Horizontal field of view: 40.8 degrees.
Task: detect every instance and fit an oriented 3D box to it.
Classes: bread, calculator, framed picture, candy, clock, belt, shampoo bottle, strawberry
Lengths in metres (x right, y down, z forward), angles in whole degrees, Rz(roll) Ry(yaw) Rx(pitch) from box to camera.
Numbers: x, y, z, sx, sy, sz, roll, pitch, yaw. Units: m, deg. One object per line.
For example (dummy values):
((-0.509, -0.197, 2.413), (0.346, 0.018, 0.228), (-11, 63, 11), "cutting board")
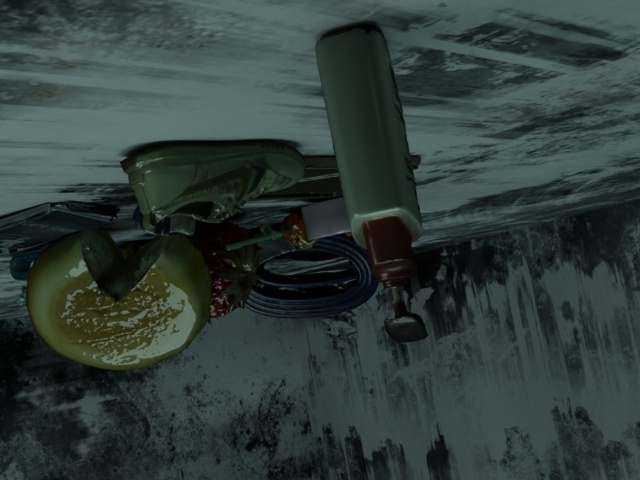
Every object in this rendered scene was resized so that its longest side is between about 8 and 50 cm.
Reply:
((-0.366, 0.098, 1.582), (0.332, 0.333, 0.160), (-11, -148, 1), "bread")
((-0.475, -0.018, 1.383), (0.273, 0.028, 0.165), (-15, 170, 21), "calculator")
((-0.017, -0.100, 1.424), (0.314, 0.024, 0.232), (-4, 171, -41), "framed picture")
((-0.096, -0.006, 1.721), (0.078, 0.084, 0.287), (29, -155, 27), "candy")
((0.063, -0.053, 1.688), (0.196, 0.068, 0.197), (-13, 180, 0), "clock")
((-0.536, 0.058, 1.670), (0.179, 0.100, 0.065), (-19, 174, 40), "belt")
((0.054, -0.046, 0.802), (0.071, 0.284, 0.153), (-9, 173, 9), "shampoo bottle")
((-0.254, 0.050, 1.741), (0.244, 0.205, 0.205), (10, -178, 22), "strawberry")
((-0.034, 0.072, 2.012), (0.346, 0.213, 0.117), (-2, -172, 5), "belt")

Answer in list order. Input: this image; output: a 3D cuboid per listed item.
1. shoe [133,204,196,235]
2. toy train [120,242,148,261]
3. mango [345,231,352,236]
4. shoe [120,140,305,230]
((-0.264, -0.038, 1.419), (0.071, 0.064, 0.143), (-1, 178, 26), "shoe")
((-0.389, 0.050, 1.910), (0.127, 0.089, 0.219), (-1, 178, 20), "toy train")
((0.106, -0.049, 1.928), (0.127, 0.063, 0.077), (-16, 169, 7), "mango")
((-0.129, -0.073, 1.131), (0.274, 0.098, 0.103), (-7, 177, -38), "shoe")
